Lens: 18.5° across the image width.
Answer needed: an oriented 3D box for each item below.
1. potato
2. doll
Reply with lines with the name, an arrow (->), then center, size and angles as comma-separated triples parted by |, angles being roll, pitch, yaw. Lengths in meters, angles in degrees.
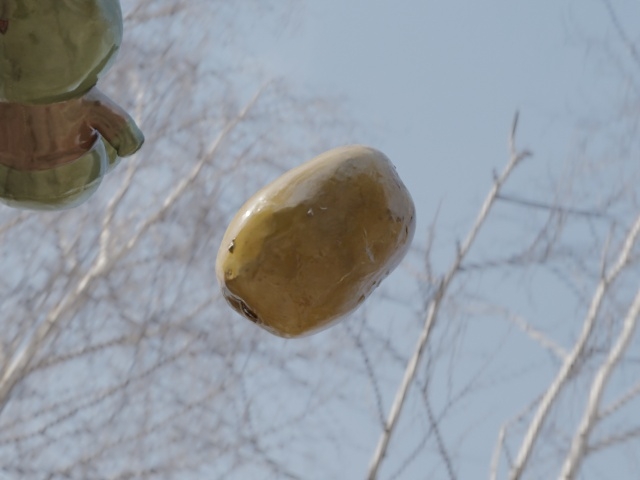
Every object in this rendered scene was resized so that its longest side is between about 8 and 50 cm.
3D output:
potato -> 0.000, 0.000, 1.509 | 0.118, 0.178, 0.109 | 54, -23, -4
doll -> -0.198, -0.122, 1.376 | 0.154, 0.113, 0.275 | 9, -44, 8
